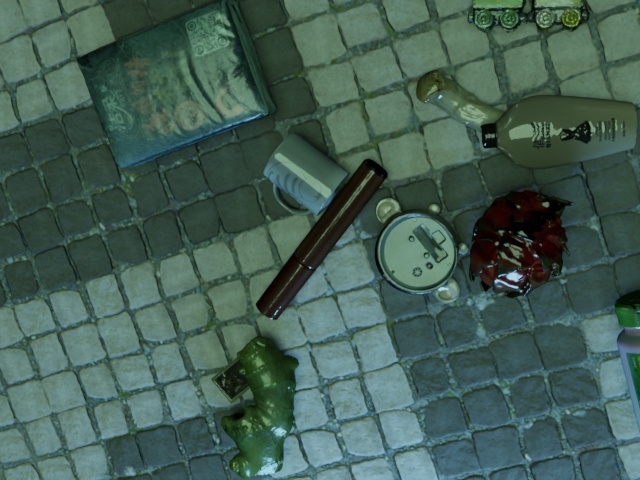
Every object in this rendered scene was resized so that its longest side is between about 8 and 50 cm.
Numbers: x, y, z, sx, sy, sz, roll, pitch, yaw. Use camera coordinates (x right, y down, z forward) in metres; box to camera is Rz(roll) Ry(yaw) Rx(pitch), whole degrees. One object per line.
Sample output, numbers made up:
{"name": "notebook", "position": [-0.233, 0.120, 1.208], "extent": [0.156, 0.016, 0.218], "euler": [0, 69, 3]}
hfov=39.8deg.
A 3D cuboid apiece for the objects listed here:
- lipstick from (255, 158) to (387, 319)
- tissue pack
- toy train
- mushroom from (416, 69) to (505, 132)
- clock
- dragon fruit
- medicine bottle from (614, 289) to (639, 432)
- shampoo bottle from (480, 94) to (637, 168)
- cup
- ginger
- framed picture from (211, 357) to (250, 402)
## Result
{"name": "lipstick", "position": [0.000, 0.000, 1.651], "extent": [0.057, 0.057, 0.356], "euler": [38, 104, 3]}
{"name": "tissue pack", "position": [-0.266, -0.288, 1.631], "extent": [0.316, 0.103, 0.227], "euler": [-18, 94, 14]}
{"name": "toy train", "position": [0.353, -0.397, 1.502], "extent": [0.202, 0.060, 0.081], "euler": [2, 95, 10]}
{"name": "mushroom", "position": [0.261, -0.232, 1.558], "extent": [0.202, 0.054, 0.059], "euler": [31, 111, -1]}
{"name": "clock", "position": [0.178, 0.020, 1.615], "extent": [0.156, 0.063, 0.229], "euler": [-34, 93, 16]}
{"name": "dragon fruit", "position": [0.341, 0.008, 1.524], "extent": [0.182, 0.182, 0.188], "euler": [-1, 99, 12]}
{"name": "medicine bottle", "position": [0.594, 0.223, 1.528], "extent": [0.134, 0.133, 0.274], "euler": [-16, 96, 14]}
{"name": "shampoo bottle", "position": [0.402, -0.187, 1.509], "extent": [0.257, 0.078, 0.127], "euler": [-4, 107, 7]}
{"name": "cup", "position": [-0.036, -0.107, 1.617], "extent": [0.133, 0.099, 0.136], "euler": [37, 105, 2]}
{"name": "ginger", "position": [-0.117, 0.330, 1.717], "extent": [0.137, 0.089, 0.289], "euler": [15, 103, 4]}
{"name": "framed picture", "position": [-0.166, 0.276, 1.763], "extent": [0.089, 0.007, 0.066], "euler": [-40, 90, 15]}
